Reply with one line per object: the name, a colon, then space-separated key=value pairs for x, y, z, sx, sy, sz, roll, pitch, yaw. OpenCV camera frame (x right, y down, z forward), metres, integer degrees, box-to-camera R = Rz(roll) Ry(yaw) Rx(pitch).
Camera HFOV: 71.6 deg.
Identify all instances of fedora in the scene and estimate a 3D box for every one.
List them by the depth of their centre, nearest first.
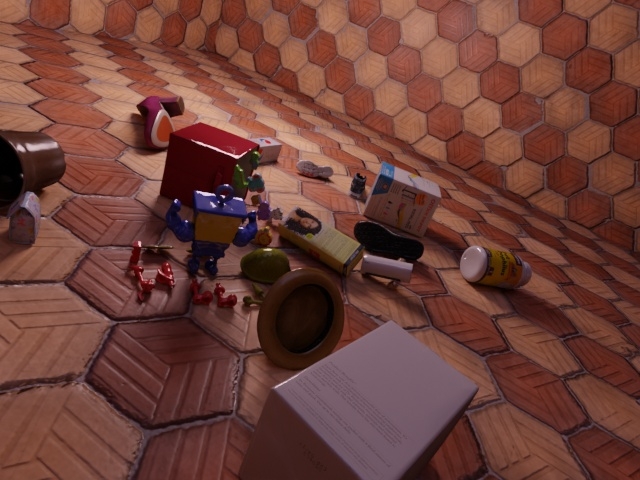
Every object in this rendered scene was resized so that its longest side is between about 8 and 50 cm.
fedora: x=-0.045 y=0.146 z=0.850 sx=0.194 sy=0.195 sz=0.079 roll=5 pitch=-5 yaw=-31

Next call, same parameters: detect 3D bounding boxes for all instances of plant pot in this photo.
plant pot: x=-0.653 y=-0.164 z=0.953 sx=0.166 sy=0.167 sz=0.165 roll=21 pitch=18 yaw=-1

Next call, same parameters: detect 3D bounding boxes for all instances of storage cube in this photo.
storage cube: x=-0.306 y=-0.201 z=1.246 sx=0.193 sy=0.184 sz=0.215 roll=21 pitch=27 yaw=2

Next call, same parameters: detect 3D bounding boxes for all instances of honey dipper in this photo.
honey dipper: x=0.215 y=0.094 z=1.255 sx=0.030 sy=0.031 sz=0.161 roll=27 pitch=28 yaw=10

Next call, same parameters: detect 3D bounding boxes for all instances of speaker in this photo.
speaker: x=0.180 y=0.076 z=1.198 sx=0.136 sy=0.055 sz=0.055 roll=11 pitch=24 yaw=12

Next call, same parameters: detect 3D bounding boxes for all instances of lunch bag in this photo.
lunch bag: x=-0.573 y=-0.046 z=0.858 sx=0.053 sy=0.083 sz=0.071 roll=7 pitch=30 yaw=-28

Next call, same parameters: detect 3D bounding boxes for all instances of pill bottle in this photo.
pill bottle: x=0.568 y=0.091 z=1.431 sx=0.214 sy=0.117 sz=0.117 roll=11 pitch=28 yaw=-21

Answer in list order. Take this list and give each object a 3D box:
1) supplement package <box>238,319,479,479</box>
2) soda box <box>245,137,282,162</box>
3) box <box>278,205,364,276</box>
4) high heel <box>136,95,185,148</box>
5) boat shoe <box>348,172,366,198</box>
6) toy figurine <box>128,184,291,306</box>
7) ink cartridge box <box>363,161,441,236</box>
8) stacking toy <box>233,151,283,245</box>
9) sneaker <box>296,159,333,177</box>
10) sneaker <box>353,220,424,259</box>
supplement package: x=0.064 y=0.270 z=0.636 sx=0.177 sy=0.176 sz=0.292 roll=36 pitch=29 yaw=30
soda box: x=-0.238 y=-0.341 z=1.689 sx=0.069 sy=0.074 sz=0.216 roll=31 pitch=27 yaw=19
box: x=0.000 y=0.000 z=1.205 sx=0.232 sy=0.058 sz=0.087 roll=31 pitch=59 yaw=18
high heel: x=-0.599 y=-0.406 z=1.553 sx=0.181 sy=0.127 sz=0.377 roll=-9 pitch=32 yaw=3
boat shoe: x=0.158 y=-0.234 z=1.776 sx=0.065 sy=0.083 sz=0.183 roll=22 pitch=26 yaw=0
toy figurine: x=-0.190 y=-0.005 z=0.921 sx=0.362 sy=0.217 sz=0.191 roll=8 pitch=29 yaw=-25
ink cartridge box: x=0.298 y=-0.151 z=1.625 sx=0.232 sy=0.171 sz=0.168 roll=22 pitch=26 yaw=1
stacking toy: x=-0.160 y=-0.117 z=1.189 sx=0.052 sy=0.221 sz=0.167 roll=-10 pitch=23 yaw=12
sneaker: x=-0.029 y=-0.279 z=1.773 sx=0.157 sy=0.061 sz=0.065 roll=11 pitch=1 yaw=-24
sneaker: x=0.210 y=0.007 z=1.393 sx=0.234 sy=0.084 sz=0.097 roll=23 pitch=2 yaw=0
